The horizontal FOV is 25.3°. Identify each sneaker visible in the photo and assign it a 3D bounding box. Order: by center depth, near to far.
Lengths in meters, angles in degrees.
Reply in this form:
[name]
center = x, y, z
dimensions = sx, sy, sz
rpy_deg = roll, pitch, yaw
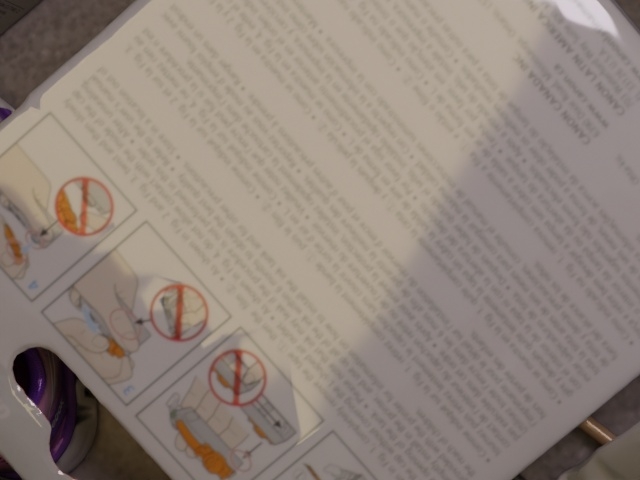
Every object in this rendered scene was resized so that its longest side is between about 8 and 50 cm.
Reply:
[sneaker]
center = -0.189, 0.023, 0.783
dimensions = 0.095, 0.104, 0.236
rpy_deg = -14, 87, 8

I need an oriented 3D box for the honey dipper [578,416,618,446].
[honey dipper]
center = 0.194, 0.136, 0.772
dimensions = 0.161, 0.030, 0.030
rpy_deg = 40, 94, 9

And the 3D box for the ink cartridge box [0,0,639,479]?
[ink cartridge box]
center = 0.000, 0.000, 0.746
dimensions = 0.385, 0.091, 0.308
rpy_deg = -40, 96, 7

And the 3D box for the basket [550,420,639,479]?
[basket]
center = 0.173, 0.263, 0.583
dimensions = 0.266, 0.331, 0.328
rpy_deg = 35, 65, 2

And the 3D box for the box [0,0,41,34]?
[box]
center = -0.156, -0.207, 0.777
dimensions = 0.275, 0.113, 0.094
rpy_deg = -39, 84, 4
